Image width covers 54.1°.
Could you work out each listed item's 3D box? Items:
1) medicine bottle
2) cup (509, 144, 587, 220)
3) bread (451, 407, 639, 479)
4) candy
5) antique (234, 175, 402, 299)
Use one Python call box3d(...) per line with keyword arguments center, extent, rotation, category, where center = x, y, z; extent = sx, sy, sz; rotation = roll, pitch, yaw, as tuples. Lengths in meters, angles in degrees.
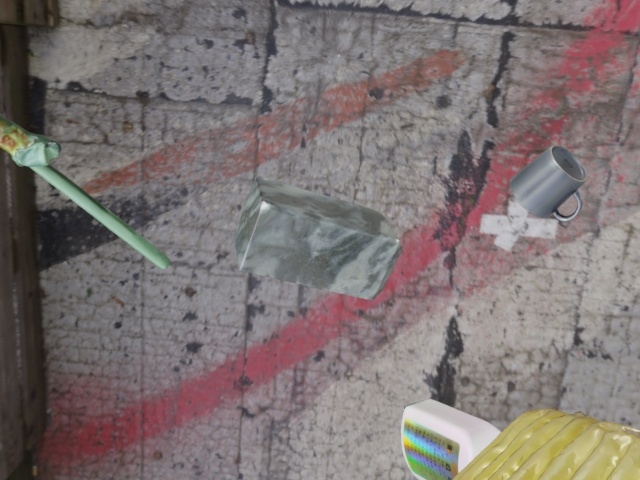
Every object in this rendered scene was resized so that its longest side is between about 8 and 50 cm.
box3d(center=(0.195, 0.294, 0.841), extent=(0.078, 0.219, 0.115), rotation=(-9, 94, -25), category="medicine bottle")
box3d(center=(0.330, -0.076, 0.882), extent=(0.100, 0.078, 0.077), rotation=(47, 133, 7), category="cup")
box3d(center=(0.160, 0.214, 0.318), extent=(0.133, 0.179, 0.250), rotation=(-38, 90, -23), category="bread")
box3d(center=(-0.150, -0.040, 0.320), extent=(0.060, 0.060, 0.201), rotation=(-38, 128, 11), category="candy")
box3d(center=(0.000, 0.000, 0.737), extent=(0.183, 0.086, 0.088), rotation=(15, 113, -19), category="antique")
